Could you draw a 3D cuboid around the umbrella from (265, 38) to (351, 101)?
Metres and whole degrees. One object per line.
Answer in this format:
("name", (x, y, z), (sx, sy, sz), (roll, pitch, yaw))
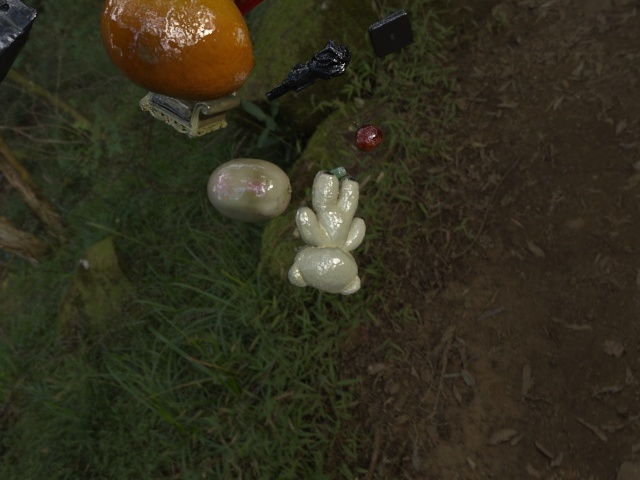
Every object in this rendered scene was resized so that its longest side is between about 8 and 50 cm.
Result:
("umbrella", (-0.047, -0.542, 1.696), (0.340, 0.118, 0.118), (-20, 48, 33))

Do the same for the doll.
("doll", (0.021, -0.019, 1.203), (0.175, 0.149, 0.278), (10, 90, -5))

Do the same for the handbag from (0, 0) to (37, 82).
("handbag", (-0.650, -0.402, 1.009), (0.254, 0.088, 0.211), (40, 97, 34))

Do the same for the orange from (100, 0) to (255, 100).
("orange", (-0.324, -0.437, 1.119), (0.310, 0.274, 0.274), (37, 77, 24))

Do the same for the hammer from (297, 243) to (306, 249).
("hammer", (0.000, 0.000, 1.626), (0.029, 0.292, 0.058), (-16, 90, 28))

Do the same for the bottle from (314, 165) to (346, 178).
("bottle", (0.025, -0.166, 1.347), (0.083, 0.030, 0.030), (-22, 49, 19))

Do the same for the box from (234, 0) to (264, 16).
("box", (-0.258, -0.728, 1.415), (0.197, 0.313, 0.089), (-35, 85, 4))

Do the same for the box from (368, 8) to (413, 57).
("box", (0.209, -0.614, 1.536), (0.125, 0.126, 0.027), (-23, 61, 10))

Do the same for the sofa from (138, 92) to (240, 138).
("sofa", (-0.414, -0.466, 1.637), (0.258, 0.182, 0.200), (31, 33, 10))

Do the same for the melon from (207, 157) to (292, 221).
("melon", (-0.248, -0.176, 1.810), (0.316, 0.223, 0.223), (8, 60, 23))

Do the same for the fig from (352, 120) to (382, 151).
("fig", (0.210, -0.460, 2.259), (0.128, 0.128, 0.151), (-9, 71, 21))
